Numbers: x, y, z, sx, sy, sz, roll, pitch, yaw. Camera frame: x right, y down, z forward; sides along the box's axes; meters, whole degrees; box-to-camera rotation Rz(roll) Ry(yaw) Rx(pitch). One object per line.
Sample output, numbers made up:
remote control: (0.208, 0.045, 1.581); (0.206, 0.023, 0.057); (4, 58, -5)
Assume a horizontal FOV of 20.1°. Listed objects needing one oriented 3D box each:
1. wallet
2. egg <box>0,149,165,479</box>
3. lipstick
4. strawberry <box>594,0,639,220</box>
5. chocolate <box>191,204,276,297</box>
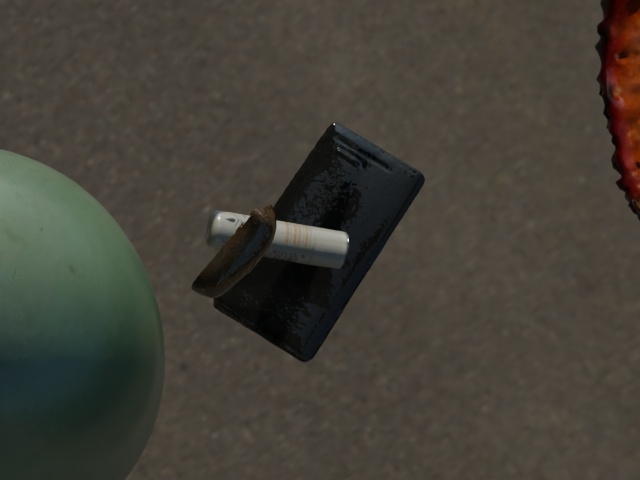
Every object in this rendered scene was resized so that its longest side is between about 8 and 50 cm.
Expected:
wallet: (0.000, 0.000, 1.923); (0.124, 0.025, 0.244); (32, 77, 6)
egg: (-0.259, 0.087, 1.398); (0.276, 0.389, 0.276); (-1, 61, 2)
lipstick: (-0.044, -0.001, 1.811); (0.141, 0.040, 0.040); (9, 53, -14)
strawberry: (0.302, -0.117, 1.373); (0.111, 0.190, 0.236); (8, 98, -66)
chocolate: (-0.069, 0.014, 1.584); (0.031, 0.100, 0.064); (42, 9, 5)
